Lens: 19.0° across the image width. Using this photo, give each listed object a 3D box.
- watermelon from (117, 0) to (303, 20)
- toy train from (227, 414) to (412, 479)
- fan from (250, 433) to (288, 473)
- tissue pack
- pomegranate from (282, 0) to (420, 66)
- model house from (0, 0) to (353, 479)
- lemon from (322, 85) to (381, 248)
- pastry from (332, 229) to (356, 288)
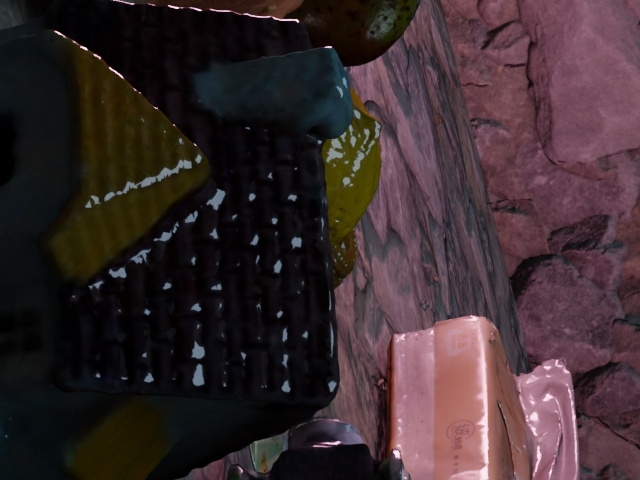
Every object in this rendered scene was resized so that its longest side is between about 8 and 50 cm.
[{"bbox_3d":[-0.106,-0.224,1.456,0.292,0.319,0.222,-10,123,-42],"label":"watermelon"},{"bbox_3d":[0.015,0.313,1.524,0.249,0.173,0.307,77,8,-54],"label":"toy train"},{"bbox_3d":[-0.034,0.225,1.748,0.131,0.009,0.240,-82,157,-53],"label":"fan"},{"bbox_3d":[0.201,0.263,2.280,0.305,0.238,0.239,-86,160,-53],"label":"tissue pack"},{"bbox_3d":[-0.002,-0.284,2.067,0.198,0.246,0.198,-1,92,-42],"label":"pomegranate"},{"bbox_3d":[-0.103,-0.005,1.065,0.230,0.248,0.281,56,24,-59],"label":"model house"},{"bbox_3d":[-0.046,-0.058,1.520,0.180,0.193,0.181,-13,105,-56],"label":"lemon"},{"bbox_3d":[0.000,0.000,2.018,0.097,0.057,0.109,-29,104,-72],"label":"pastry"}]
